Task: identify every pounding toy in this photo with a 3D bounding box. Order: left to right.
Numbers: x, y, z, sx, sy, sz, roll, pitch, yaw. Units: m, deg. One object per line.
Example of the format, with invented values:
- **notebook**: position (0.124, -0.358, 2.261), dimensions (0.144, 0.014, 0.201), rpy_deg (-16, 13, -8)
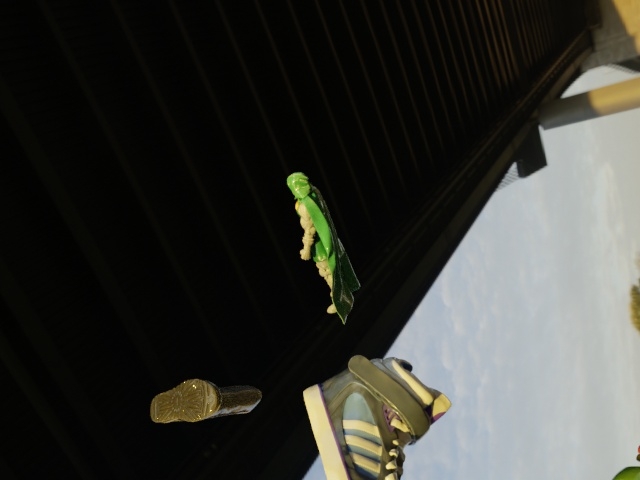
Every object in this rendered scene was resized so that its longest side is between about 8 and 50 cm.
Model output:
- **pounding toy**: position (0.803, 0.541, 1.163), dimensions (0.183, 0.236, 0.110), rpy_deg (103, 176, -64)

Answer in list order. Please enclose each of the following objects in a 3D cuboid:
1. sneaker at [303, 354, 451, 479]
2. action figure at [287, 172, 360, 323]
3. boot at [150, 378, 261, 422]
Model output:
- **sneaker**: position (0.121, 0.329, 0.796), dimensions (0.323, 0.236, 0.130), rpy_deg (-116, 9, -47)
- **action figure**: position (0.000, 0.000, 0.780), dimensions (0.137, 0.063, 0.232), rpy_deg (-78, -29, -64)
- **boot**: position (-0.190, 0.309, 0.952), dimensions (0.208, 0.189, 0.076), rpy_deg (24, -122, -47)
